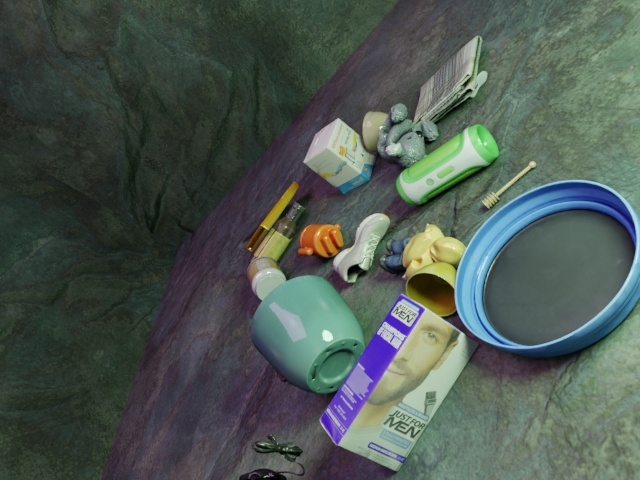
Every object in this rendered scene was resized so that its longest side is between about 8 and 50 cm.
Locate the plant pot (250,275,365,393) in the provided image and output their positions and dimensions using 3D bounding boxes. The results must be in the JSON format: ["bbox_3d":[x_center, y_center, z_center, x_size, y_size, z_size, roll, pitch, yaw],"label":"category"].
[{"bbox_3d":[-0.012,0.281,1.317,0.293,0.293,0.235,-54,42,4],"label":"plant pot"}]

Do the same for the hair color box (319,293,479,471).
[{"bbox_3d":[0.174,0.312,1.040,0.338,0.185,0.110,-58,25,-3],"label":"hair color box"}]

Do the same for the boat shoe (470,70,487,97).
[{"bbox_3d":[0.533,-0.537,1.621,0.100,0.035,0.035,-60,27,5],"label":"boat shoe"}]

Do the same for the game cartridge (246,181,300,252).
[{"bbox_3d":[-0.229,-0.118,2.297,0.323,0.053,0.285,-60,7,-32],"label":"game cartridge"}]

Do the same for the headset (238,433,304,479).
[{"bbox_3d":[-0.160,0.673,1.191,0.393,0.185,0.243,-63,24,11],"label":"headset"}]

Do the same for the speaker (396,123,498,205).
[{"bbox_3d":[0.371,-0.218,1.410,0.297,0.131,0.131,-33,33,40],"label":"speaker"}]

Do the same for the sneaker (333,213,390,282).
[{"bbox_3d":[0.151,0.035,1.548,0.262,0.099,0.121,-55,31,19],"label":"sneaker"}]

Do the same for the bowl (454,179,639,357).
[{"bbox_3d":[0.459,0.058,0.972,0.391,0.077,0.391,-41,28,28],"label":"bowl"}]

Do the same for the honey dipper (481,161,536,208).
[{"bbox_3d":[0.491,-0.146,1.226,0.161,0.030,0.030,-43,27,16],"label":"honey dipper"}]

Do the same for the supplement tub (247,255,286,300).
[{"bbox_3d":[-0.224,0.163,1.979,0.144,0.144,0.199,-53,25,6],"label":"supplement tub"}]

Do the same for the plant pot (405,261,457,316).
[{"bbox_3d":[0.292,0.108,1.172,0.134,0.134,0.095,-28,13,45],"label":"plant pot"}]

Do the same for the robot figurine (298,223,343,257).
[{"bbox_3d":[0.002,-0.001,1.802,0.219,0.128,0.157,4,74,61],"label":"robot figurine"}]

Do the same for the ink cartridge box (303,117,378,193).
[{"bbox_3d":[0.085,-0.345,1.945,0.168,0.233,0.171,-23,41,50],"label":"ink cartridge box"}]

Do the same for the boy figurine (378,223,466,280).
[{"bbox_3d":[0.287,0.028,1.298,0.285,0.092,0.177,-10,50,56],"label":"boy figurine"}]

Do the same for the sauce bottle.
[{"bbox_3d":[-0.187,-0.018,2.178,0.344,0.111,0.111,-55,25,-1],"label":"sauce bottle"}]

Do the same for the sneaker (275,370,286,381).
[{"bbox_3d":[-0.097,0.433,1.540,0.188,0.066,0.071,-1,75,67],"label":"sneaker"}]

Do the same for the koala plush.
[{"bbox_3d":[0.296,-0.316,1.613,0.203,0.196,0.221,-56,23,28],"label":"koala plush"}]

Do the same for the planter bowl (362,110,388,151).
[{"bbox_3d":[0.251,-0.437,1.883,0.109,0.162,0.162,4,59,31],"label":"planter bowl"}]

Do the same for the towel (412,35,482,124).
[{"bbox_3d":[0.451,-0.563,1.729,0.312,0.056,0.324,-34,30,49],"label":"towel"}]
